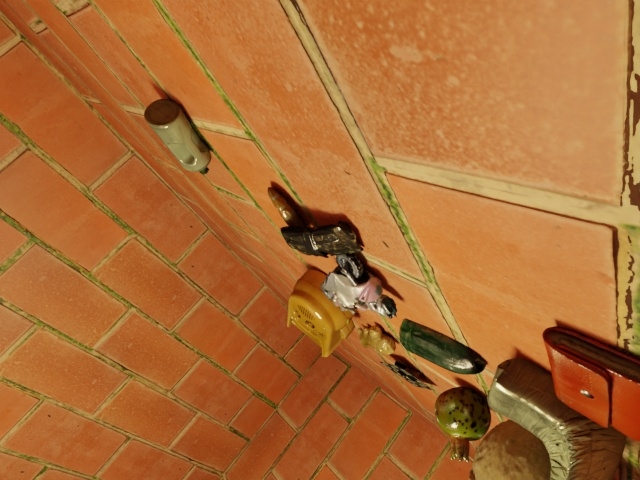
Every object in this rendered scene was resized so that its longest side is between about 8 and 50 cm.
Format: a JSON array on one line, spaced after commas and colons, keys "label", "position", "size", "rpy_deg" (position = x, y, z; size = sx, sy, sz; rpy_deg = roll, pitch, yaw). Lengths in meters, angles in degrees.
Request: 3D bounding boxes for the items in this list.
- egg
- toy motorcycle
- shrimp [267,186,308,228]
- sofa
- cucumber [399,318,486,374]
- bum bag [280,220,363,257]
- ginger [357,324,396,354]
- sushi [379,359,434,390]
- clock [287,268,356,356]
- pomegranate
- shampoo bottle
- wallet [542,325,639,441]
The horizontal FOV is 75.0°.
[{"label": "egg", "position": [0.475, 0.544, 0.940], "size": [0.279, 0.279, 0.310], "rpy_deg": [35, -170, 23]}, {"label": "toy motorcycle", "position": [0.097, 0.137, 1.041], "size": [0.204, 0.108, 0.239], "rpy_deg": [39, 165, 10]}, {"label": "shrimp", "position": [-0.074, -0.064, 1.045], "size": [0.190, 0.042, 0.101], "rpy_deg": [52, -178, -38]}, {"label": "sofa", "position": [0.402, 0.360, 0.774], "size": [0.225, 0.176, 0.210], "rpy_deg": [33, 163, 30]}, {"label": "cucumber", "position": [0.297, 0.277, 1.037], "size": [0.115, 0.063, 0.243], "rpy_deg": [46, 163, -20]}, {"label": "bum bag", "position": [0.000, 0.001, 0.947], "size": [0.248, 0.069, 0.102], "rpy_deg": [0, 131, 54]}, {"label": "ginger", "position": [0.196, 0.367, 1.540], "size": [0.118, 0.065, 0.299], "rpy_deg": [54, 165, 6]}, {"label": "sushi", "position": [0.346, 0.518, 1.651], "size": [0.192, 0.040, 0.210], "rpy_deg": [35, 163, -1]}, {"label": "clock", "position": [0.002, 0.243, 1.475], "size": [0.244, 0.200, 0.317], "rpy_deg": [33, 156, 18]}, {"label": "pomegranate", "position": [0.407, 0.523, 1.204], "size": [0.159, 0.205, 0.159], "rpy_deg": [11, 148, 7]}, {"label": "shampoo bottle", "position": [-0.362, -0.258, 1.116], "size": [0.118, 0.087, 0.234], "rpy_deg": [34, 164, 29]}, {"label": "wallet", "position": [0.403, 0.211, 0.600], "size": [0.142, 0.045, 0.204], "rpy_deg": [26, 158, 47]}]
